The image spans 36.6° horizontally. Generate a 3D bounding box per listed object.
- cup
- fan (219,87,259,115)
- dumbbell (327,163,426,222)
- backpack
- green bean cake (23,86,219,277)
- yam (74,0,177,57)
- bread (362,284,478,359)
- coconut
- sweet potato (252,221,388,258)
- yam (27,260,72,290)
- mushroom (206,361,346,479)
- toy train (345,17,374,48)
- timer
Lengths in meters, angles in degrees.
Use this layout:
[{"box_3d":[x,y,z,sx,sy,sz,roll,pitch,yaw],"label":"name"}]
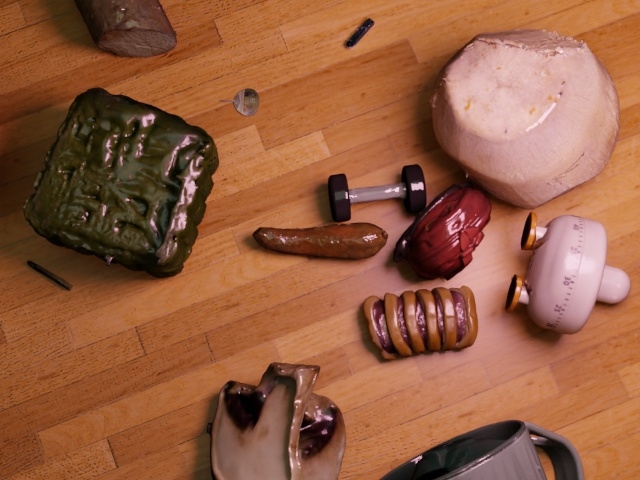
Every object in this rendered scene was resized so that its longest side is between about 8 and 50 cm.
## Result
[{"box_3d":[0.339,0.529,1.759,0.401,0.310,0.392,-25,86,-4],"label":"cup"},{"box_3d":[-0.164,-0.299,2.046,0.080,0.003,0.060,31,80,4],"label":"fan"},{"box_3d":[0.114,-0.095,1.966,0.191,0.100,0.100,-8,80,-2],"label":"dumbbell"},{"box_3d":[0.253,-0.014,1.895,0.139,0.229,0.229,44,82,2],"label":"backpack"},{"box_3d":[-0.386,-0.106,1.899,0.319,0.218,0.335,16,78,2],"label":"green bean cake"},{"box_3d":[-0.428,-0.514,2.000,0.168,0.168,0.304,-25,81,-6],"label":"yam"},{"box_3d":[0.201,0.160,1.930,0.225,0.081,0.134,-8,81,-4],"label":"bread"},{"box_3d":[0.401,-0.240,1.890,0.346,0.360,0.346,-9,70,24],"label":"coconut"},{"box_3d":[0.000,0.000,1.962,0.273,0.075,0.075,1,79,2],"label":"sweet potato"},{"box_3d":[-0.549,0.070,1.963,0.107,0.014,0.014,31,80,4],"label":"yam"},{"box_3d":[-0.086,0.381,1.868,0.217,0.212,0.291,-6,82,38],"label":"mushroom"},{"box_3d":[0.083,-0.440,2.070,0.017,0.017,0.083,40,81,8],"label":"toy train"},{"box_3d":[0.500,0.070,1.880,0.240,0.233,0.233,14,80,4],"label":"timer"}]
